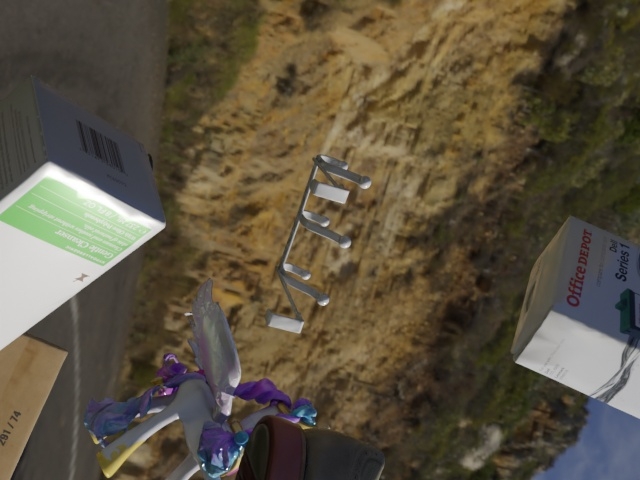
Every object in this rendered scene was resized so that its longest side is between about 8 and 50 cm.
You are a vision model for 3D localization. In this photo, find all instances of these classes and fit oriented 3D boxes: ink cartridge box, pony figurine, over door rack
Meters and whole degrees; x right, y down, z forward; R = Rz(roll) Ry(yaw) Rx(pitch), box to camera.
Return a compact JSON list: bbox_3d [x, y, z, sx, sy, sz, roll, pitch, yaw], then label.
[{"bbox_3d":[0.325,0.090,0.882,0.160,0.219,0.092,-62,175,-47],"label":"ink cartridge box"},{"bbox_3d":[-0.206,0.283,1.463,0.351,0.363,0.303,61,-14,9],"label":"pony figurine"},{"bbox_3d":[0.000,0.000,1.419,0.324,0.108,0.239,-89,-163,-76],"label":"over door rack"}]

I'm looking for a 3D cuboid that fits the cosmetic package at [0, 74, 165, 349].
[{"bbox_3d":[-0.398,-0.008,1.065,0.365,0.197,0.155,-36,-127,18],"label":"cosmetic package"}]

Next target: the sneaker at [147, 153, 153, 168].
[{"bbox_3d":[-0.400,-0.077,1.315,0.300,0.121,0.111,-31,-139,22],"label":"sneaker"}]

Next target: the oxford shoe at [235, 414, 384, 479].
[{"bbox_3d":[-0.025,0.329,0.717,0.123,0.130,0.348,-165,-91,-72],"label":"oxford shoe"}]

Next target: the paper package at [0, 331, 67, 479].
[{"bbox_3d":[-0.622,0.270,1.390,0.309,0.168,0.324,40,66,-54],"label":"paper package"}]
